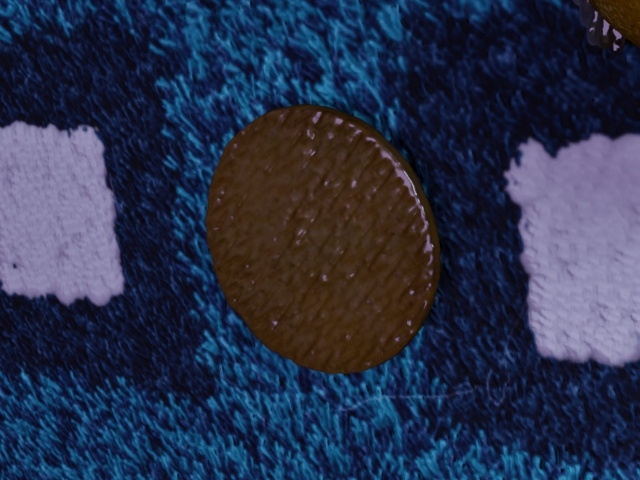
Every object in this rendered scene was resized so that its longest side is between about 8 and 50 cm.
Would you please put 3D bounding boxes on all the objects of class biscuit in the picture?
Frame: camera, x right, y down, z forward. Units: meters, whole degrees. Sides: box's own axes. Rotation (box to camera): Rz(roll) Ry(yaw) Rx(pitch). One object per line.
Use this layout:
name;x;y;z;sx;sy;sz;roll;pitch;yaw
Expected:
biscuit;0.000;0.000;1.228;0.262;0.037;0.262;13;114;32

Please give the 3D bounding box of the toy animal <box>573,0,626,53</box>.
toy animal;0.174;-0.272;0.951;0.197;0.160;0.272;-36;90;37

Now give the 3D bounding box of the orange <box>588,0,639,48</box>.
orange;0.271;-0.223;0.799;0.274;0.274;0.274;13;113;32
